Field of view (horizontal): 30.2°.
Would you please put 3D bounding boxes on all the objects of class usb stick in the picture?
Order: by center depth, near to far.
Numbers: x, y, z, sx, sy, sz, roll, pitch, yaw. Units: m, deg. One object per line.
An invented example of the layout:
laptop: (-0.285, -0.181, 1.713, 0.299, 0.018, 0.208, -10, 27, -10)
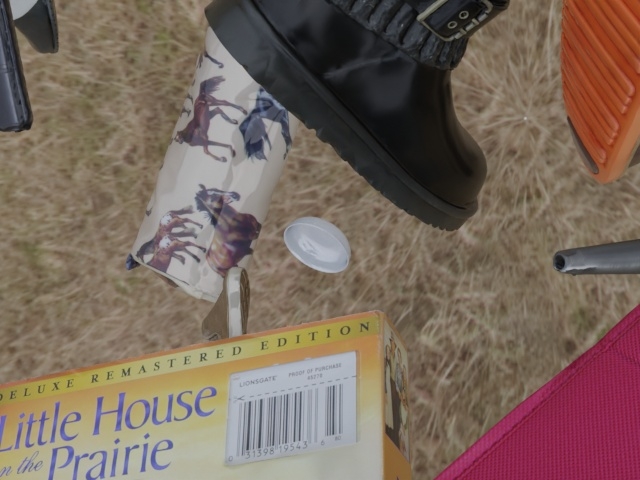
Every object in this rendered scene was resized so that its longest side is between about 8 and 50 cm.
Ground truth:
usb stick: (-0.395, -0.262, 1.396, 0.077, 0.045, 0.278, 4, 112, 31)

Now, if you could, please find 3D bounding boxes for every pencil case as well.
pencil case: (-0.110, -0.133, 1.476, 0.159, 0.183, 0.410, 17, 93, -21)

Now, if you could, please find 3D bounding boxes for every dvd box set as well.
dvd box set: (-0.094, 0.258, 0.696, 0.307, 0.062, 0.420, -13, 53, 18)

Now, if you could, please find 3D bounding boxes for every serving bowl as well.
serving bowl: (0.000, 0.000, 1.375, 0.083, 0.083, 0.027, 25, 57, 6)

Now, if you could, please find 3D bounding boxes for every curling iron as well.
curling iron: (0.280, 0.013, 0.924, 0.068, 0.274, 0.035, -18, 80, 51)

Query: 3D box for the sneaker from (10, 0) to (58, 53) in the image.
sneaker: (-0.433, -0.358, 1.525, 0.146, 0.330, 0.122, -18, 56, -4)

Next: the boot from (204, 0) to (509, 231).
boot: (0.105, -0.166, 0.928, 0.260, 0.348, 0.131, -41, 50, 11)

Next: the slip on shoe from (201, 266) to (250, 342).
slip on shoe: (-0.086, 0.076, 1.047, 0.041, 0.051, 0.135, 7, 138, 2)

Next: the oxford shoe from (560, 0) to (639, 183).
oxford shoe: (0.250, -0.178, 0.753, 0.132, 0.364, 0.130, -7, 51, -15)

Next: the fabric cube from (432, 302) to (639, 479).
fabric cube: (0.225, 0.168, 0.446, 0.259, 0.258, 0.254, -39, 125, -15)
